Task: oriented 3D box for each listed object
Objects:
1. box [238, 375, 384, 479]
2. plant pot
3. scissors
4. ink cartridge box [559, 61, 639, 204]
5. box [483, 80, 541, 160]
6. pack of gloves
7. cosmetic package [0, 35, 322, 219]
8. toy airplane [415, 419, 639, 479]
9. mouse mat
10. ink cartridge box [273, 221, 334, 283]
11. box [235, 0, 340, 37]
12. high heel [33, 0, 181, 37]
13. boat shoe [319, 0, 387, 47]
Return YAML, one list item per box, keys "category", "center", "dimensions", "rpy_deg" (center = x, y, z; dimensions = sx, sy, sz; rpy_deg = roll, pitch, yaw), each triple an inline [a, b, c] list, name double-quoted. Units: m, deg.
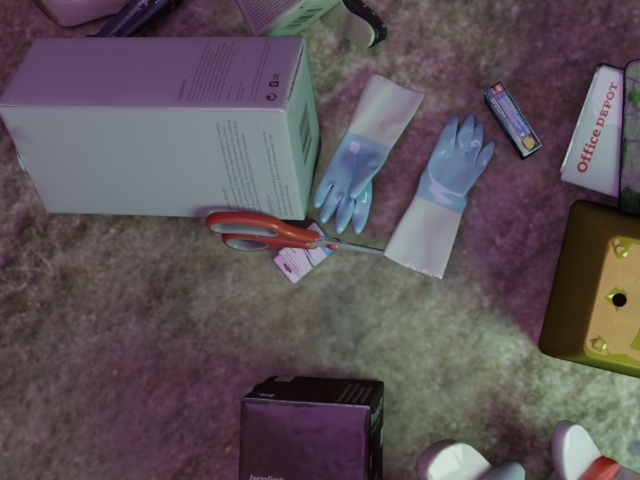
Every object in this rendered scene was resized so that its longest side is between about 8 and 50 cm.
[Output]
- category: "box"
  center: [-0.008, 0.294, 1.251]
  dimensions: [0.167, 0.168, 0.203]
  rpy_deg: [2, 93, 10]
- category: "plant pot"
  center: [0.396, 0.074, 1.160]
  dimensions: [0.212, 0.187, 0.212]
  rpy_deg: [13, 95, 10]
- category: "scissors"
  center: [0.000, 0.000, 1.244]
  dimensions: [0.297, 0.109, 0.021]
  rpy_deg: [6, 67, 8]
- category: "ink cartridge box"
  center: [0.419, -0.121, 1.187]
  dimensions: [0.208, 0.087, 0.153]
  rpy_deg: [20, 108, 8]
- category: "box"
  center: [0.242, -0.149, 1.205]
  dimensions: [0.027, 0.137, 0.094]
  rpy_deg: [-32, 87, 10]
- category: "pack of gloves"
  center: [0.110, -0.093, 1.240]
  dimensions: [0.195, 0.046, 0.232]
  rpy_deg: [22, 76, 7]
- category: "cosmetic package"
  center: [-0.197, -0.145, 1.236]
  dimensions: [0.365, 0.197, 0.155]
  rpy_deg: [4, 49, 10]
- category: "toy airplane"
  center: [0.260, 0.413, 1.140]
  dimensions: [0.386, 0.272, 0.384]
  rpy_deg: [5, 110, -17]
- category: "mouse mat"
  center: [0.436, -0.121, 1.133]
  dimensions: [0.153, 0.007, 0.189]
  rpy_deg: [1, 104, 13]
- category: "ink cartridge box"
  center: [-0.023, 0.018, 1.314]
  dimensions: [0.083, 0.028, 0.048]
  rpy_deg: [-40, 86, 9]
- category: "box"
  center: [-0.085, -0.413, 1.259]
  dimensions: [0.113, 0.094, 0.275]
  rpy_deg: [-26, 87, 39]
- category: "high heel"
  center: [-0.313, -0.382, 1.343]
  dimensions: [0.261, 0.093, 0.186]
  rpy_deg: [41, 76, 19]
- category: "boat shoe"
  center: [0.034, -0.309, 1.287]
  dimensions: [0.133, 0.042, 0.049]
  rpy_deg: [45, 133, 18]
